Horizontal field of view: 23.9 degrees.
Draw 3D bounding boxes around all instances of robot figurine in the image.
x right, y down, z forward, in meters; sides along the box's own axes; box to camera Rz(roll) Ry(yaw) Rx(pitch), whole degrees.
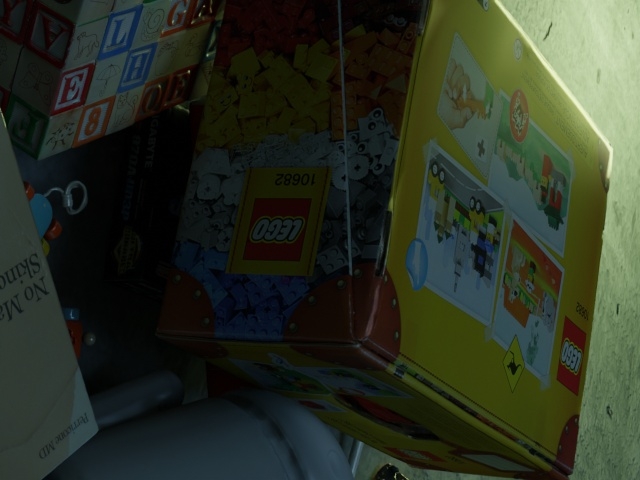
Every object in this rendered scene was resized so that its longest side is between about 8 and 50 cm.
[{"bbox_3d":[-0.115,0.241,1.263,0.353,0.200,0.300,-13,61,-31],"label":"robot figurine"}]

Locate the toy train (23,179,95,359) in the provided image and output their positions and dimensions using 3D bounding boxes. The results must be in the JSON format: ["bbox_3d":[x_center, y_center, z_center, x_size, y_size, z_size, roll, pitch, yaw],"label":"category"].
[{"bbox_3d":[-0.243,0.031,1.276,0.125,0.046,0.166,0,92,-59],"label":"toy train"}]

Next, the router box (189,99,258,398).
[{"bbox_3d":[0.000,0.000,1.530,0.335,0.082,0.301,-13,102,-60],"label":"router box"}]

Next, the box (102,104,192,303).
[{"bbox_3d":[-0.114,-0.018,1.470,0.220,0.051,0.175,29,65,-55],"label":"box"}]

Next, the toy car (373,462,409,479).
[{"bbox_3d":[0.075,0.323,1.771,0.040,0.060,0.122,-60,-176,45],"label":"toy car"}]

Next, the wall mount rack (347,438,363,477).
[{"bbox_3d":[0.007,0.307,1.598,0.350,0.130,0.304,29,33,-55],"label":"wall mount rack"}]

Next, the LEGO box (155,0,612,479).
[{"bbox_3d":[0.092,-0.011,1.410,0.500,0.193,0.373,37,59,-55],"label":"LEGO box"}]

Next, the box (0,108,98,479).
[{"bbox_3d":[-0.290,0.038,1.126,0.148,0.121,0.311,-42,123,-51],"label":"box"}]

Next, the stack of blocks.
[{"bbox_3d":[-0.159,-0.196,1.299,0.297,0.087,0.171,-31,148,-55],"label":"stack of blocks"}]
